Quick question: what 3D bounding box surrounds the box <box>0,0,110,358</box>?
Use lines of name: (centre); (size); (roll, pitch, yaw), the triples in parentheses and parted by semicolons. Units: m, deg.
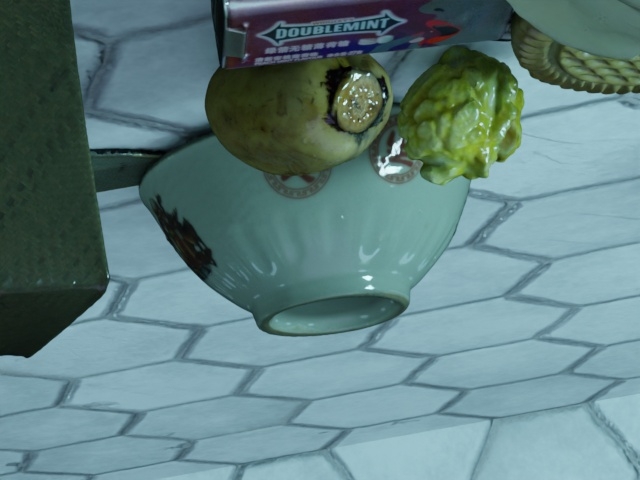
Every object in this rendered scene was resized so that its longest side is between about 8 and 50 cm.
box: (-0.260, -0.063, 1.347); (0.143, 0.273, 0.184); (-1, 163, -30)

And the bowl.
bowl: (0.000, 0.000, 1.833); (0.337, 0.157, 0.337); (-8, 163, -2)

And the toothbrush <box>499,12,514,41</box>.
toothbrush: (0.254, -0.175, 1.623); (0.288, 0.024, 0.026); (2, 146, -26)

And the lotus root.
lotus root: (-0.025, -0.111, 1.552); (0.125, 0.118, 0.221); (21, 170, -29)

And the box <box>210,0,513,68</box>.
box: (0.032, -0.184, 1.421); (0.224, 0.069, 0.120); (-7, 162, -5)

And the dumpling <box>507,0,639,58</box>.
dumpling: (0.201, -0.274, 0.966); (0.315, 0.233, 0.395); (27, 118, -37)

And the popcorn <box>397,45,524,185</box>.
popcorn: (0.126, -0.108, 1.630); (0.120, 0.116, 0.106); (4, 142, -32)

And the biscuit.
biscuit: (0.274, -0.189, 1.489); (0.259, 0.079, 0.259); (-6, 161, -2)

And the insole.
insole: (-0.292, -0.058, 1.782); (0.348, 0.009, 0.119); (-3, 163, -15)
